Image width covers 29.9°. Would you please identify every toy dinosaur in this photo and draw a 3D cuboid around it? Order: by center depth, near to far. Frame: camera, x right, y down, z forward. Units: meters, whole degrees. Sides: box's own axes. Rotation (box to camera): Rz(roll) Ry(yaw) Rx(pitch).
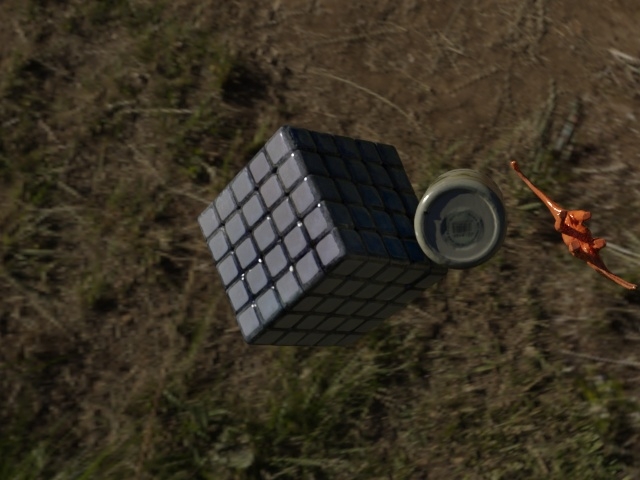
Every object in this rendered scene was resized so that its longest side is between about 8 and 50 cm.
[{"bbox_3d":[0.388,-0.025,1.861,0.055,0.101,0.280,-32,76,-4],"label":"toy dinosaur"}]

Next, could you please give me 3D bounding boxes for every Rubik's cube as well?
[{"bbox_3d":[0.000,0.000,1.741,0.238,0.236,0.237,-42,57,33],"label":"Rubik's cube"}]

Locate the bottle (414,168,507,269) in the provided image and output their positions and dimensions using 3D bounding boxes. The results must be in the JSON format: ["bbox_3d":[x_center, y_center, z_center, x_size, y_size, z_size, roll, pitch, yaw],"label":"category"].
[{"bbox_3d":[0.191,-0.038,1.606,0.120,0.253,0.121,1,100,8],"label":"bottle"}]
